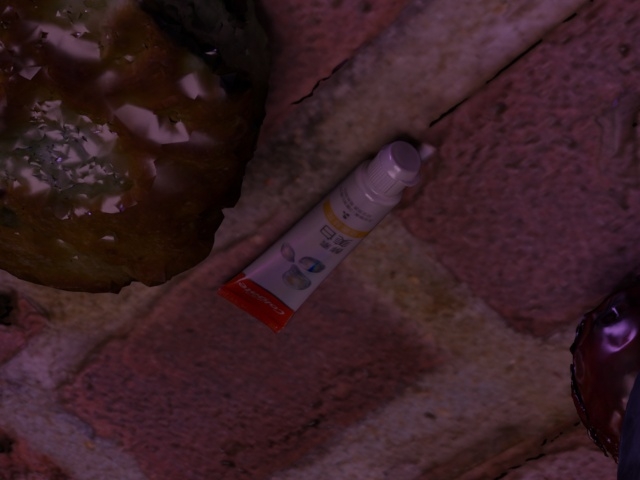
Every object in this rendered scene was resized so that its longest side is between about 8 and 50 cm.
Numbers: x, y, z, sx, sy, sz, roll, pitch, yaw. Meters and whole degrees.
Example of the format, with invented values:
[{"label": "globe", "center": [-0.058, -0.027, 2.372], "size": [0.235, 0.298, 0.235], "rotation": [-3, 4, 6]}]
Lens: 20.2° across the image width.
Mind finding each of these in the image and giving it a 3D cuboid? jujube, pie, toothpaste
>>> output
[{"label": "jujube", "center": [0.199, 0.098, 1.006], "size": [0.104, 0.104, 0.166], "rotation": [-17, 120, 34]}, {"label": "pie", "center": [-0.192, -0.109, 0.995], "size": [0.288, 0.103, 0.354], "rotation": [-28, 118, 39]}, {"label": "toothpaste", "center": [0.000, 0.000, 1.058], "size": [0.048, 0.031, 0.190], "rotation": [33, 137, -11]}]

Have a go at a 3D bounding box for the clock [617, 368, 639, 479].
[{"label": "clock", "center": [0.287, 0.140, 0.857], "size": [0.319, 0.319, 0.066], "rotation": [33, 140, -6]}]
